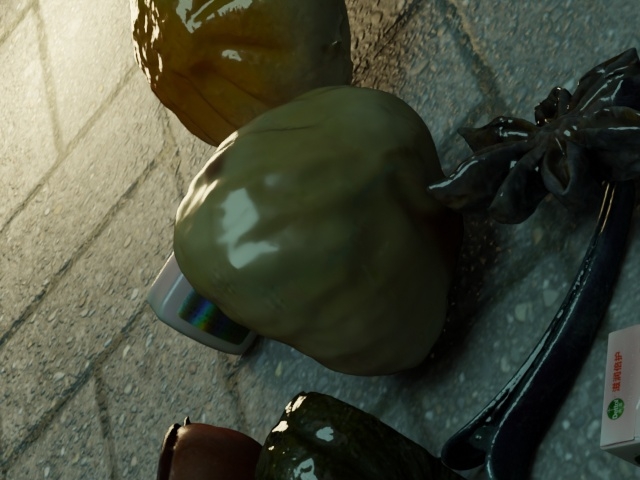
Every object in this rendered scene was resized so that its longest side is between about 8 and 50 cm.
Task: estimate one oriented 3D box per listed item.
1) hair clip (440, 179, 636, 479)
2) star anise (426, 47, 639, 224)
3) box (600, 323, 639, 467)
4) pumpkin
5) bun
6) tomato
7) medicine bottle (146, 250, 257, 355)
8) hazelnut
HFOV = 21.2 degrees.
[{"bbox_3d":[0.193,0.075,1.362,0.275,0.048,0.083,-59,30,-4],"label":"hair clip"},{"bbox_3d":[0.213,-0.084,1.374,0.262,0.081,0.230,-28,15,15],"label":"star anise"},{"bbox_3d":[0.250,0.118,1.165,0.043,0.125,0.089,-22,49,48],"label":"box"},{"bbox_3d":[0.044,0.214,1.316,0.248,0.126,0.131,21,69,29],"label":"pumpkin"},{"bbox_3d":[-0.102,-0.217,1.743,0.299,0.165,0.299,38,140,40],"label":"bun"},{"bbox_3d":[-0.088,0.262,1.525,0.228,0.112,0.199,-7,-77,-85],"label":"tomato"},{"bbox_3d":[-0.071,0.002,1.702,0.219,0.115,0.078,-56,32,10],"label":"medicine bottle"},{"bbox_3d":[0.000,0.000,1.497,0.241,0.261,0.261,-27,45,64],"label":"hazelnut"}]
